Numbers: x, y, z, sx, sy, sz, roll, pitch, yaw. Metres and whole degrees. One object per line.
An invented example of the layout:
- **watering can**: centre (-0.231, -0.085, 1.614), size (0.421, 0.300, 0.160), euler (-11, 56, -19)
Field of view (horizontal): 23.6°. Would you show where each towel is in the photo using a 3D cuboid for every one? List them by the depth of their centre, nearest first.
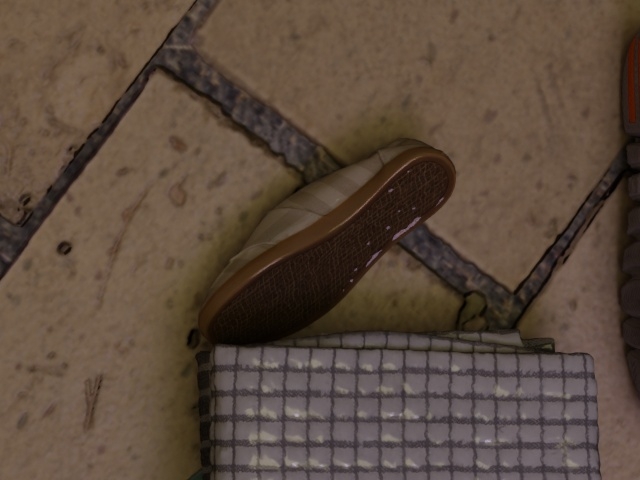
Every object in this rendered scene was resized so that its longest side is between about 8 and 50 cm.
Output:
- **towel**: centre (0.056, 0.184, 1.091), size (0.283, 0.121, 0.235), euler (0, 78, -13)

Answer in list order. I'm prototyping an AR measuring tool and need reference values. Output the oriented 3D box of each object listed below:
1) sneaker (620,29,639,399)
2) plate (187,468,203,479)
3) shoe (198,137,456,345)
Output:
- **sneaker**: centre (0.326, -0.007, 1.142), size (0.180, 0.124, 0.321), euler (0, 94, -10)
- **plate**: centre (-0.038, 0.249, 1.142), size (0.188, 0.024, 0.188), euler (-1, 94, -11)
- **shoe**: centre (0.000, 0.000, 1.121), size (0.219, 0.058, 0.076), euler (-36, 130, -2)
